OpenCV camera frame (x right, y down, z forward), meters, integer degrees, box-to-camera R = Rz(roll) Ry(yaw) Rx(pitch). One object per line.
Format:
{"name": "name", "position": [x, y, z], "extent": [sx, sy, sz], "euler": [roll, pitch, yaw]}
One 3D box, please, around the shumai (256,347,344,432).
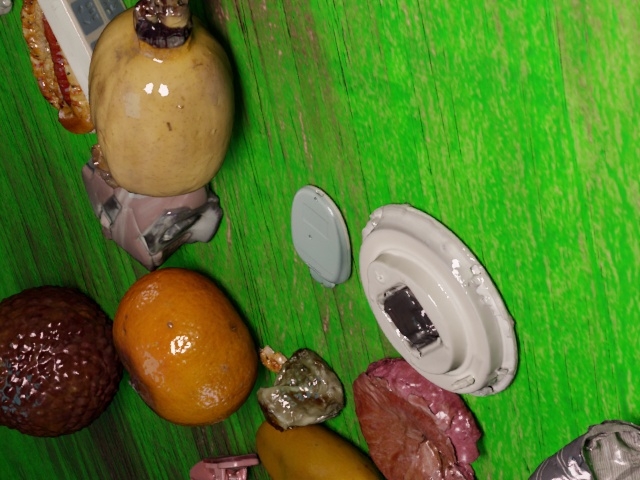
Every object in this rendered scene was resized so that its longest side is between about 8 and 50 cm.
{"name": "shumai", "position": [-0.032, 0.201, 1.992], "extent": [0.099, 0.087, 0.124], "euler": [51, 152, 14]}

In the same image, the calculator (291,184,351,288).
{"name": "calculator", "position": [0.000, 0.000, 1.784], "extent": [0.095, 0.021, 0.153], "euler": [40, 146, 32]}

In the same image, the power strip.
{"name": "power strip", "position": [-0.289, -0.291, 1.857], "extent": [0.043, 0.106, 0.367], "euler": [-13, 111, 35]}

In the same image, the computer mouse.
{"name": "computer mouse", "position": [-0.251, -0.048, 2.065], "extent": [0.199, 0.115, 0.389], "euler": [57, 154, 7]}

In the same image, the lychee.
{"name": "lychee", "position": [-0.454, 0.201, 2.540], "extent": [0.260, 0.260, 0.261], "euler": [41, 150, 30]}

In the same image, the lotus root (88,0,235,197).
{"name": "lotus root", "position": [-0.177, -0.174, 1.722], "extent": [0.183, 0.182, 0.310], "euler": [45, 152, 23]}

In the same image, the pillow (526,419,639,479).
{"name": "pillow", "position": [0.272, 0.307, 1.524], "extent": [0.093, 0.161, 0.335], "euler": [-112, 10, -50]}

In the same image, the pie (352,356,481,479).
{"name": "pie", "position": [0.116, 0.233, 1.810], "extent": [0.204, 0.054, 0.219], "euler": [24, 139, 48]}

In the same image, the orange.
{"name": "orange", "position": [-0.188, 0.146, 2.097], "extent": [0.224, 0.170, 0.224], "euler": [47, 158, 25]}

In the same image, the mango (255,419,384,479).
{"name": "mango", "position": [-0.002, 0.309, 2.033], "extent": [0.253, 0.113, 0.138], "euler": [30, 153, 48]}

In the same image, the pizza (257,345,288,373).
{"name": "pizza", "position": [-0.064, 0.161, 2.083], "extent": [0.083, 0.016, 0.037], "euler": [24, 133, 51]}

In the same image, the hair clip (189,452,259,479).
{"name": "hair clip", "position": [-0.137, 0.378, 2.360], "extent": [0.138, 0.123, 0.102], "euler": [-14, 78, 58]}

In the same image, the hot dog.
{"name": "hot dog", "position": [-0.338, -0.254, 2.029], "extent": [0.131, 0.069, 0.253], "euler": [36, 146, 39]}

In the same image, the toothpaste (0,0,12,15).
{"name": "toothpaste", "position": [-0.482, -0.341, 2.221], "extent": [0.197, 0.034, 0.057], "euler": [14, 126, 59]}

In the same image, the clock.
{"name": "clock", "position": [0.111, 0.074, 1.642], "extent": [0.236, 0.053, 0.236], "euler": [41, 151, 29]}
